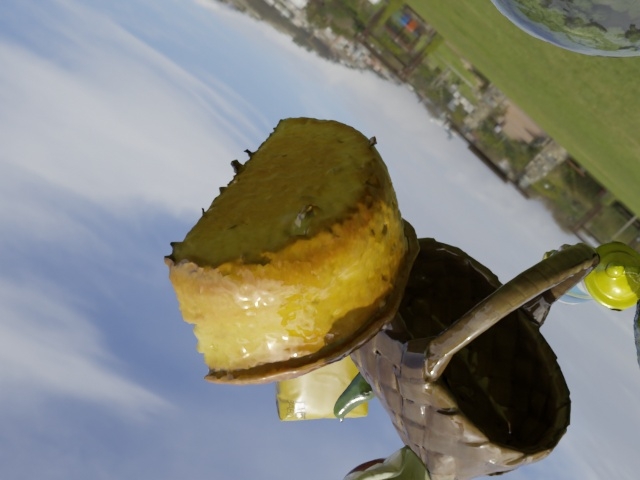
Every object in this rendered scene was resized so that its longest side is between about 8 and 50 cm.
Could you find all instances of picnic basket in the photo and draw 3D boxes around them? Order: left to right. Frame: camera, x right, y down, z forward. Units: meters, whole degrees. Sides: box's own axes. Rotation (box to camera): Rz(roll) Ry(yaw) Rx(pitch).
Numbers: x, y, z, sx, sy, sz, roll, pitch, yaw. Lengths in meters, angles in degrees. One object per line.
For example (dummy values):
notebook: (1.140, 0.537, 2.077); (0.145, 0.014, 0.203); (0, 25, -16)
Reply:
picnic basket: (0.216, 0.109, 0.978); (0.293, 0.337, 0.337); (-13, -125, -47)

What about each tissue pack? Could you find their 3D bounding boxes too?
tissue pack: (0.002, 0.223, 1.537); (0.192, 0.270, 0.134); (-3, -159, -7)

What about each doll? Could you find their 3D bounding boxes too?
doll: (0.397, 0.051, 1.110); (0.135, 0.098, 0.241); (41, 173, -2)

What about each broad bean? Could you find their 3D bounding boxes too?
broad bean: (0.124, 0.211, 1.365); (0.060, 0.297, 0.043); (37, -175, -6)

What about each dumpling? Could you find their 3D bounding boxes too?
dumpling: (0.066, 0.265, 0.746); (0.169, 0.134, 0.100); (45, 155, -19)

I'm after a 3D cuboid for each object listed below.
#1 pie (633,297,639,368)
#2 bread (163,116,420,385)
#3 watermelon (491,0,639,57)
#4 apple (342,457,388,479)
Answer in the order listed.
pie: (0.422, 0.203, 0.833); (0.323, 0.071, 0.323); (-13, -90, -86)
bread: (0.000, 0.000, 0.825); (0.340, 0.179, 0.194); (-58, -41, -44)
watermelon: (0.286, -0.307, 0.703); (0.360, 0.278, 0.279); (-1, -149, -15)
apple: (0.102, 0.411, 1.178); (0.153, 0.120, 0.153); (9, -125, -13)
